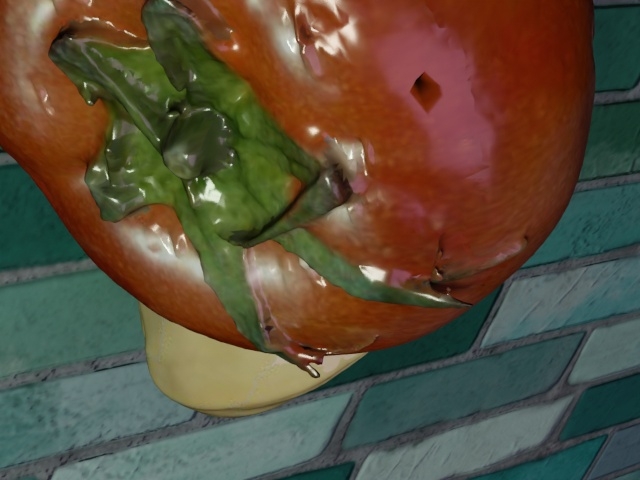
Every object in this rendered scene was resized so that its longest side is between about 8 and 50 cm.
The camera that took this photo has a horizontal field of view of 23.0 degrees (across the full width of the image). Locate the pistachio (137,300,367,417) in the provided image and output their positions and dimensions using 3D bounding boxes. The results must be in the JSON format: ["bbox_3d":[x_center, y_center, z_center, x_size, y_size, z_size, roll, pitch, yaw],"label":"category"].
[{"bbox_3d":[0.000,0.000,1.063,0.299,0.187,0.187,-38,147,-16],"label":"pistachio"}]

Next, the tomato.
[{"bbox_3d":[-0.008,-0.118,0.800,0.273,0.341,0.341,-53,160,-41],"label":"tomato"}]
